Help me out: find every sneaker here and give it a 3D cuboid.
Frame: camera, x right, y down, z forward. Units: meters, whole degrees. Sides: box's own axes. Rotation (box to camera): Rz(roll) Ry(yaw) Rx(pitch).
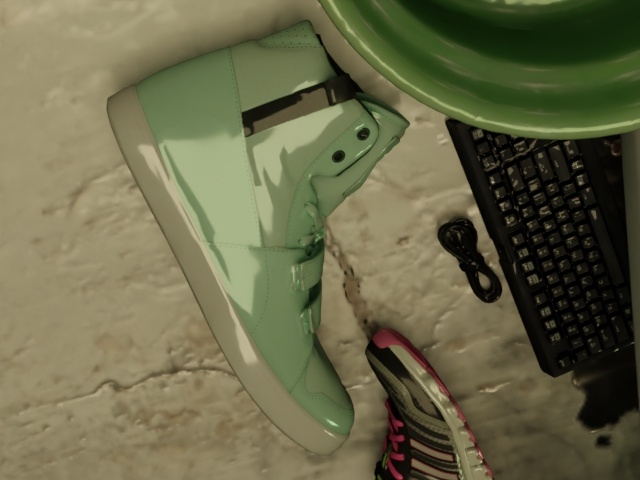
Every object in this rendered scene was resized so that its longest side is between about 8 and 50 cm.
[{"bbox_3d":[0.059,0.134,1.032,0.075,0.063,0.170,-28,115,-1],"label":"sneaker"},{"bbox_3d":[0.000,0.000,0.960,0.151,0.094,0.255,-25,111,4],"label":"sneaker"}]

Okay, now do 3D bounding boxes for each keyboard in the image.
[{"bbox_3d":[0.130,0.000,1.010,0.108,0.023,0.180,-22,110,4],"label":"keyboard"}]

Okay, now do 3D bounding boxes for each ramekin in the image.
[{"bbox_3d":[0.123,-0.217,0.860,0.304,0.148,0.303,-2,111,-5],"label":"ramekin"}]

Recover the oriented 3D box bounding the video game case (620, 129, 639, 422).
[{"bbox_3d":[0.319,0.053,0.917,0.300,0.329,0.036,6,151,-7],"label":"video game case"}]
